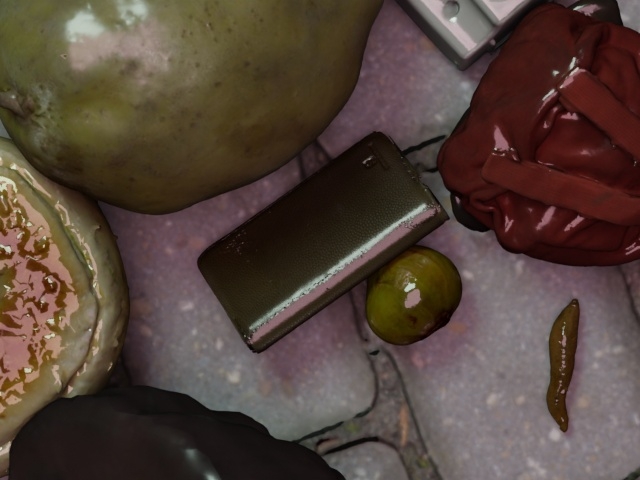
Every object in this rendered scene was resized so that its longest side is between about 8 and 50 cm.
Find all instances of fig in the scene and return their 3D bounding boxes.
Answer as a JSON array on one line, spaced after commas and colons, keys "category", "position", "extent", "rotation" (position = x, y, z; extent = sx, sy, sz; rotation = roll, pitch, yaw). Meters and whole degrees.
[{"category": "fig", "position": [0.070, 0.035, 1.619], "extent": [0.084, 0.082, 0.098], "rotation": [-47, 71, 35]}]

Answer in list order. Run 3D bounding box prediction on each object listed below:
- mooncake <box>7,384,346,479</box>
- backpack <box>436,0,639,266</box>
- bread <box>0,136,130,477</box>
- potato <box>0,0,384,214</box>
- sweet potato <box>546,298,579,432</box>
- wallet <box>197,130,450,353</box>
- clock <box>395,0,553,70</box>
[{"category": "mooncake", "position": [-0.101, 0.320, 1.487], "extent": [0.351, 0.212, 0.381], "rotation": [38, 112, 41]}, {"category": "backpack", "position": [0.219, -0.075, 1.570], "extent": [0.229, 0.139, 0.229], "rotation": [-7, 115, -16]}, {"category": "bread", "position": [-0.306, 0.055, 1.581], "extent": [0.306, 0.159, 0.305], "rotation": [0, 93, -2]}, {"category": "potato", "position": [-0.103, -0.158, 1.532], "extent": [0.326, 0.221, 0.243], "rotation": [-41, 107, -22]}, {"category": "sweet potato", "position": [0.204, 0.105, 1.640], "extent": [0.026, 0.026, 0.115], "rotation": [7, 94, 1]}, {"category": "wallet", "position": [0.000, 0.000, 1.614], "extent": [0.198, 0.031, 0.110], "rotation": [-35, 58, 2]}, {"category": "clock", "position": [0.144, -0.307, 1.588], "extent": [0.262, 0.116, 0.231], "rotation": [-40, 90, 1]}]
